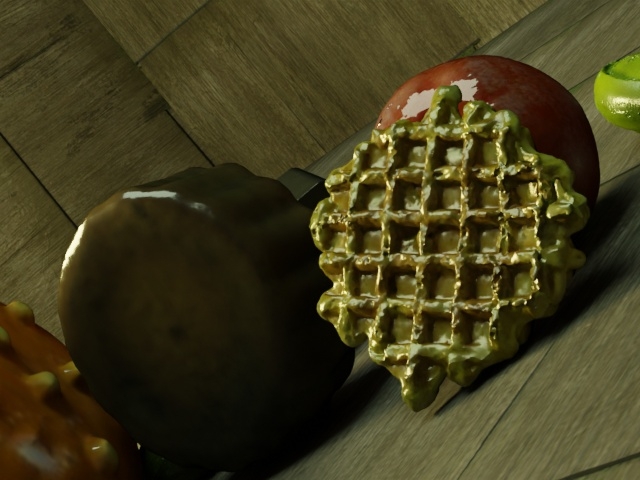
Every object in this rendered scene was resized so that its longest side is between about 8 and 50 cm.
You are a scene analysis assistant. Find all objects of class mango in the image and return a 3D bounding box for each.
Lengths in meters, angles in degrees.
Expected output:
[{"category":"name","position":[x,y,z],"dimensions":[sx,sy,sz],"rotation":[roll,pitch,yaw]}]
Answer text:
[{"category":"mango","position":[0.321,-0.138,1.346],"dimensions":[0.091,0.074,0.165],"rotation":[-34,19,-6]}]

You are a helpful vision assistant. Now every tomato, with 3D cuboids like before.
[{"category":"tomato","position":[0.148,-0.061,1.263],"dimensions":[0.208,0.208,0.184],"rotation":[-37,-27,23]}]

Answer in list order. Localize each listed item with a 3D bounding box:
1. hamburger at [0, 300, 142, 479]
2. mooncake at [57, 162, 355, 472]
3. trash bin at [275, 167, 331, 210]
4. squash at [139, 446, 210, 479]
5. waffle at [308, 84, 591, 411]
[{"category":"hamburger","position":[-0.371,0.213,1.383],"dimensions":[0.277,0.395,0.396],"rotation":[-52,4,13]},{"category":"mooncake","position":[-0.098,0.071,1.356],"dimensions":[0.290,0.290,0.161],"rotation":[-34,-1,36]},{"category":"trash bin","position":[0.000,0.000,1.768],"dimensions":[0.115,0.165,0.225],"rotation":[-40,9,-7]},{"category":"squash","position":[-0.068,0.149,1.513],"dimensions":[0.331,0.087,0.087],"rotation":[-40,7,-7]},{"category":"waffle","position":[0.092,-0.001,1.139],"dimensions":[0.243,0.238,0.058],"rotation":[-45,-32,18]}]
